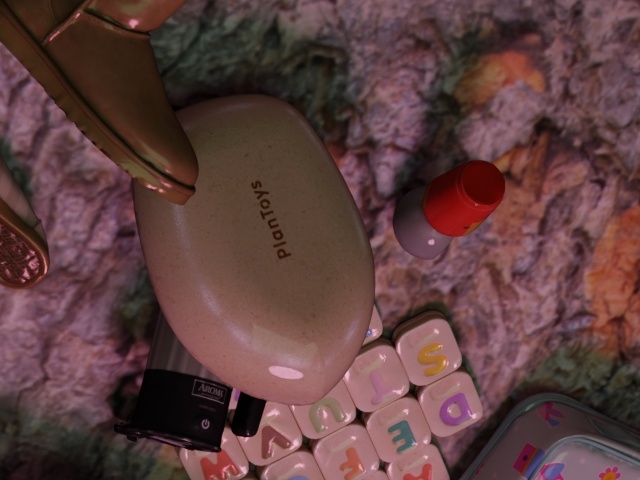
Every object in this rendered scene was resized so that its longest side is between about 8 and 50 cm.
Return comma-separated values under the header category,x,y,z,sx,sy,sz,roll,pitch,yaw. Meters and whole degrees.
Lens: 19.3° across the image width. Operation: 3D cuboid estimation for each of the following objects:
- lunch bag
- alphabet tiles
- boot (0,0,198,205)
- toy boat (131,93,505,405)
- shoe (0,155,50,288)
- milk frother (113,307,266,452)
category,x,y,z,sx,sy,sz,roll,pitch,yaw
lunch bag,0.268,0.281,1.890,0.279,0.108,0.224,26,102,-32
alphabet tiles,0.011,0.178,1.787,0.284,0.021,0.278,-26,125,-5
boot,-0.101,-0.196,1.439,0.269,0.089,0.236,-44,91,8
toy boat,0.000,0.000,1.590,0.318,0.148,0.267,-12,79,-24
shoe,-0.295,-0.051,1.525,0.076,0.058,0.219,-24,123,18
milk frother,-0.125,0.115,1.662,0.129,0.143,0.134,30,70,-53
